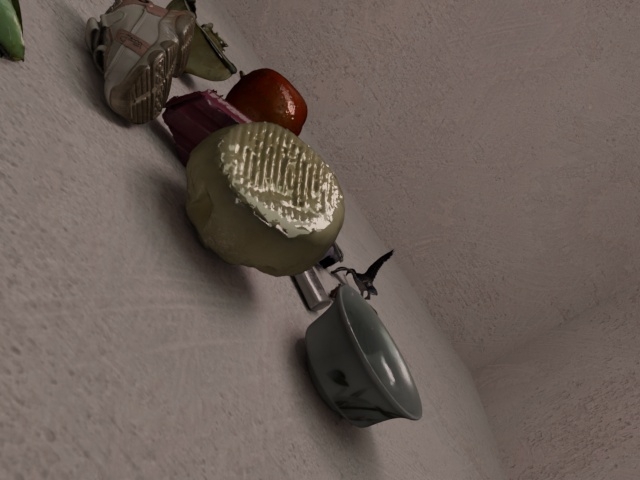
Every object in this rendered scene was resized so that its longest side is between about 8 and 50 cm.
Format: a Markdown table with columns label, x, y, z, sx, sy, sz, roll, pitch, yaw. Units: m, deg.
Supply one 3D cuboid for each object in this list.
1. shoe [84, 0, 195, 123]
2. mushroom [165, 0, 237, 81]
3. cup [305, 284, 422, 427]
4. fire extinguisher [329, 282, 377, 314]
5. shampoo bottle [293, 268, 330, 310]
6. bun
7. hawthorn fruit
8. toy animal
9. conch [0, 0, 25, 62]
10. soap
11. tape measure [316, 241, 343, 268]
| label | x | y | z | sx | sy | sz | roll | pitch | yaw |
| --- | --- | --- | --- | --- | --- | --- | --- | --- | --- |
| shoe | -0.408 | -0.396 | 1.184 | 0.197 | 0.172 | 0.351 | 19 | 42 | -7 |
| mushroom | -0.391 | -0.587 | 1.681 | 0.267 | 0.163 | 0.190 | 52 | 17 | -34 |
| cup | 0.079 | 0.292 | 1.285 | 0.347 | 0.163 | 0.347 | 53 | 12 | -17 |
| fire extinguisher | 0.104 | 0.211 | 1.785 | 0.252 | 0.075 | 0.106 | 46 | 17 | -43 |
| shampoo bottle | -0.049 | 0.087 | 1.550 | 0.228 | 0.055 | 0.086 | 61 | 15 | 20 |
| bun | -0.125 | -0.079 | 1.171 | 0.359 | 0.211 | 0.360 | 23 | 48 | -28 |
| hawthorn fruit | -0.192 | -0.445 | 1.854 | 0.300 | 0.275 | 0.275 | 58 | 12 | -2 |
| toy animal | 0.136 | 0.145 | 2.022 | 0.272 | 0.197 | 0.160 | -5 | 73 | -27 |
| conch | -0.514 | -0.368 | 0.880 | 0.106 | 0.079 | 0.170 | -76 | 148 | -66 |
| soap | -0.245 | -0.234 | 1.305 | 0.289 | 0.182 | 0.112 | 35 | 21 | -20 |
| tape measure | 0.001 | 0.003 | 1.843 | 0.196 | 0.105 | 0.178 | 58 | 13 | -3 |
